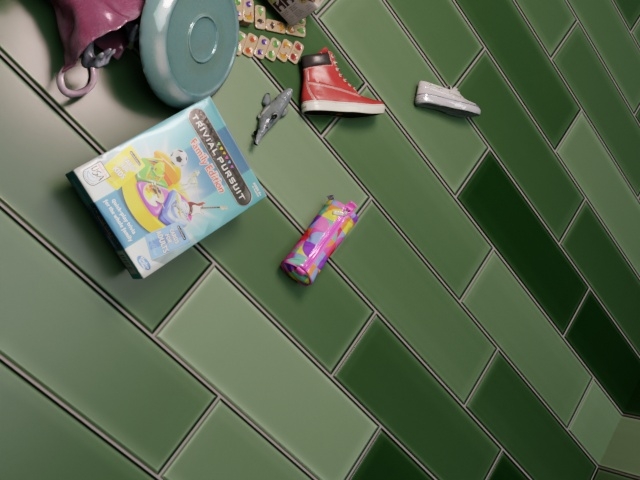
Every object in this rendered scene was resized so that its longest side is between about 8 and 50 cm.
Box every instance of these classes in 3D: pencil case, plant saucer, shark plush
[{"bbox_3d":[0.000,0.000,1.682,0.104,0.104,0.236,45,67,-24],"label":"pencil case"},{"bbox_3d":[-0.267,-0.440,1.452,0.317,0.044,0.317,-44,143,-45],"label":"plant saucer"},{"bbox_3d":[-0.126,-0.305,1.628,0.073,0.067,0.161,50,64,-22],"label":"shark plush"}]

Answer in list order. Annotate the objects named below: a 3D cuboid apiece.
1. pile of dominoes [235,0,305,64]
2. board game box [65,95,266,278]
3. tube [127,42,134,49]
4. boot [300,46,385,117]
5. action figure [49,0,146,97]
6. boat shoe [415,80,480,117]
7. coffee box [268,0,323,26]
[{"bbox_3d":[-0.135,-0.544,1.647,0.251,0.040,0.195,0,88,-32],"label":"pile of dominoes"},{"bbox_3d":[-0.315,-0.116,1.414,0.336,0.079,0.253,-37,107,-28],"label":"board game box"},{"bbox_3d":[-0.414,-0.544,1.461,0.240,0.070,0.062,-71,158,-9],"label":"tube"},{"bbox_3d":[0.062,-0.412,1.746,0.244,0.088,0.176,0,87,-29],"label":"boot"},{"bbox_3d":[-0.520,-0.524,1.351,0.370,0.276,0.248,43,31,-7],"label":"action figure"},{"bbox_3d":[0.378,-0.415,1.948,0.226,0.083,0.075,7,86,-32],"label":"boat shoe"},{"bbox_3d":[-0.104,-0.695,1.609,0.297,0.119,0.168,42,58,-23],"label":"coffee box"}]
